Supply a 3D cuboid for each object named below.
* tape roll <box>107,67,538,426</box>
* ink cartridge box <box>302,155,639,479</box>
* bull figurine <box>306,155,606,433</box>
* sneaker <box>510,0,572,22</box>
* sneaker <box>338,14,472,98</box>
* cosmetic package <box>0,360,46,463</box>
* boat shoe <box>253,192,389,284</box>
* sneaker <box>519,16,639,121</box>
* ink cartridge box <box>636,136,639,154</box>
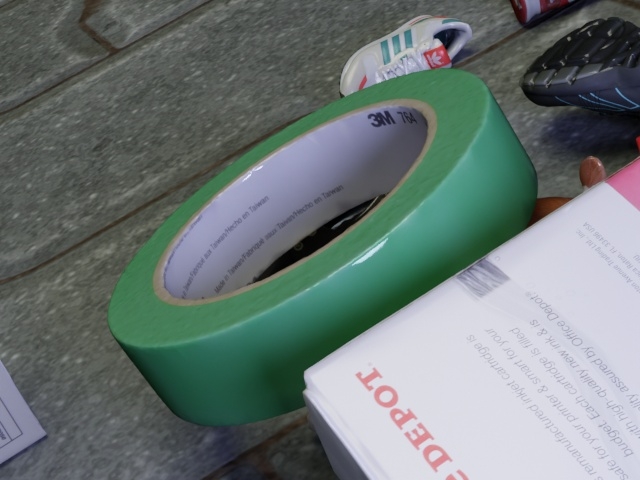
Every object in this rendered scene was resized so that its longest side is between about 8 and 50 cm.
[{"bbox_3d":[-0.002,-0.002,1.054,0.321,0.077,0.321,-28,23,13],"label":"tape roll"},{"bbox_3d":[0.162,0.097,0.825,0.283,0.117,0.207,-32,56,-13],"label":"ink cartridge box"},{"bbox_3d":[0.093,0.042,1.072,0.188,0.101,0.310,2,36,47],"label":"bull figurine"},{"bbox_3d":[0.256,-0.315,1.589,0.128,0.087,0.221,-13,41,5],"label":"sneaker"},{"bbox_3d":[0.090,-0.185,1.502,0.161,0.057,0.075,-38,25,-28],"label":"sneaker"},{"bbox_3d":[-0.404,0.165,1.190,0.309,0.160,0.113,-32,28,-15],"label":"cosmetic package"},{"bbox_3d":[0.000,0.000,1.245,0.228,0.068,0.081,-37,30,-21],"label":"boat shoe"},{"bbox_3d":[0.276,-0.126,1.217,0.101,0.106,0.267,-47,26,-25],"label":"sneaker"},{"bbox_3d":[0.309,-0.034,1.049,0.134,0.078,0.231,-18,28,12],"label":"ink cartridge box"}]
